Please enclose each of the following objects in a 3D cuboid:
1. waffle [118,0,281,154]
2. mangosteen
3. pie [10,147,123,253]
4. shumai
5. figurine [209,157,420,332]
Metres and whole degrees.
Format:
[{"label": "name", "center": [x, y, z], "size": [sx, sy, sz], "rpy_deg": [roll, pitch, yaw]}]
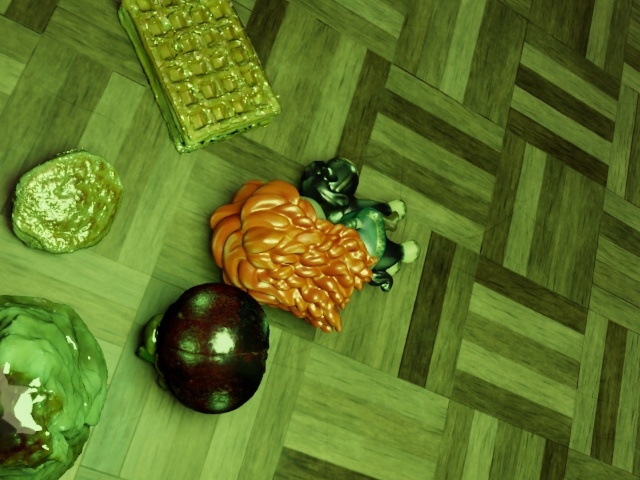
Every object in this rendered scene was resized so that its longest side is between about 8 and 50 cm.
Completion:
[{"label": "waffle", "center": [-0.228, -0.337, 1.445], "size": [0.213, 0.091, 0.307], "rpy_deg": [-24, 89, -31]}, {"label": "mangosteen", "center": [-0.188, 0.170, 1.275], "size": [0.216, 0.216, 0.216], "rpy_deg": [7, 74, -27]}, {"label": "pie", "center": [-0.420, -0.061, 1.280], "size": [0.194, 0.079, 0.163], "rpy_deg": [-27, 101, -32]}, {"label": "shumai", "center": [-0.405, 0.225, 1.086], "size": [0.304, 0.263, 0.309], "rpy_deg": [-13, 92, -36]}, {"label": "figurine", "center": [0.005, -0.009, 1.425], "size": [0.412, 0.241, 0.306], "rpy_deg": [-34, 100, -42]}]
